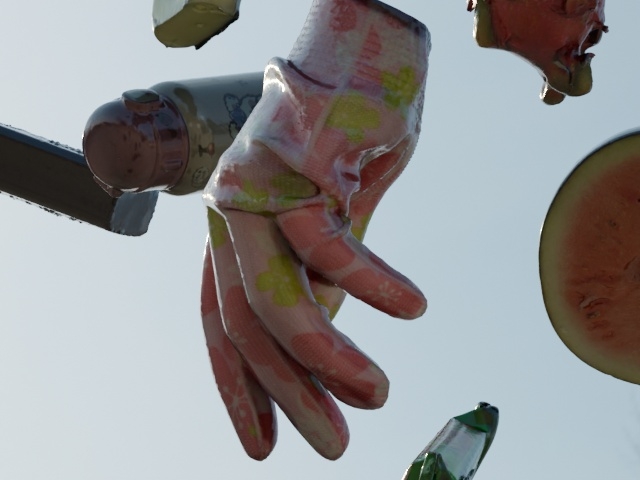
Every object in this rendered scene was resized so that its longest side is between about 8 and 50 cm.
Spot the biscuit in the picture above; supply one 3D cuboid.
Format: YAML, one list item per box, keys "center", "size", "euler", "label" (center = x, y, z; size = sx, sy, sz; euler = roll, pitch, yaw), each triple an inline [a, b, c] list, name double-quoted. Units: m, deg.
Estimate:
- center: [0.027, 0.067, 0.433]
  size: [0.016, 0.046, 0.089]
  euler: [24, 8, 9]
  label: "biscuit"

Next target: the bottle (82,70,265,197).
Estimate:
- center: [-0.116, -0.098, 1.588]
  size: [0.233, 0.110, 0.110]
  euler: [-11, -9, -46]
  label: "bottle"

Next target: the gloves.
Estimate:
- center: [-0.010, -0.005, 0.902]
  size: [0.126, 0.241, 0.145]
  euler: [25, -1, -24]
  label: "gloves"

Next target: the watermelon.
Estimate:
- center: [0.314, 0.013, 1.838]
  size: [0.159, 0.128, 0.303]
  euler: [-4, -71, 8]
  label: "watermelon"

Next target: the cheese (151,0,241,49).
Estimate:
- center: [-0.099, -0.303, 1.543]
  size: [0.054, 0.251, 0.127]
  euler: [15, -21, -27]
  label: "cheese"

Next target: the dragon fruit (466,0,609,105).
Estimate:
- center: [0.196, -0.203, 1.484]
  size: [0.133, 0.150, 0.207]
  euler: [19, -39, 34]
  label: "dragon fruit"

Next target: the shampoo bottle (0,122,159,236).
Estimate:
- center: [-0.317, -0.080, 1.687]
  size: [0.309, 0.071, 0.098]
  euler: [19, 2, 17]
  label: "shampoo bottle"
